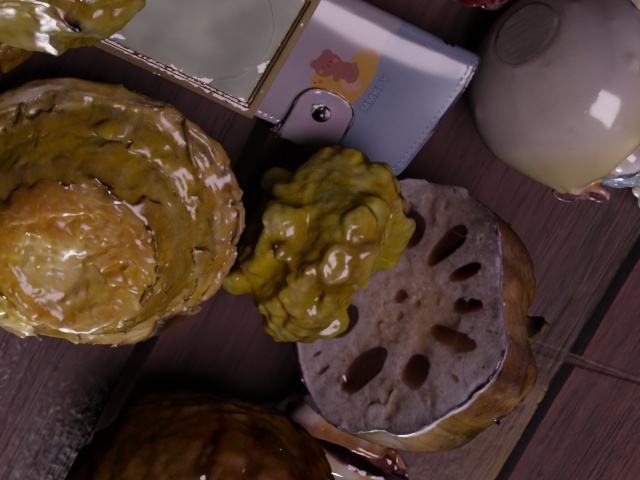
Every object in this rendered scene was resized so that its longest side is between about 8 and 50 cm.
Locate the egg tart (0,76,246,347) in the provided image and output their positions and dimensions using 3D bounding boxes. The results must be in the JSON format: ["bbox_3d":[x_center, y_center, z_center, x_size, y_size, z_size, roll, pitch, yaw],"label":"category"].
[{"bbox_3d":[-0.215,-0.008,1.723,0.295,0.116,0.295,1,122,2],"label":"egg tart"}]

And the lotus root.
[{"bbox_3d":[0.120,0.085,1.915,0.192,0.272,0.272,24,105,-48],"label":"lotus root"}]

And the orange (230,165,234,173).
[{"bbox_3d":[-0.128,-0.055,1.806,0.095,0.085,0.085,-15,122,-3],"label":"orange"}]

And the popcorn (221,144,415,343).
[{"bbox_3d":[-0.005,-0.002,1.804,0.155,0.197,0.197,42,95,-3],"label":"popcorn"}]

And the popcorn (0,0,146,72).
[{"bbox_3d":[-0.248,-0.242,1.580,0.233,0.192,0.266,2,140,-29],"label":"popcorn"}]

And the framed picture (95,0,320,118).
[{"bbox_3d":[-0.118,-0.208,1.737,0.201,0.010,0.136,24,112,-19],"label":"framed picture"}]

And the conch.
[{"bbox_3d":[0.009,0.212,1.980,0.094,0.176,0.104,-26,145,-45],"label":"conch"}]

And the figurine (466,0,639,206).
[{"bbox_3d":[0.326,-0.139,1.938,0.394,0.226,0.274,33,71,-41],"label":"figurine"}]

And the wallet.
[{"bbox_3d":[0.018,-0.161,1.827,0.231,0.069,0.170,24,114,-22],"label":"wallet"}]

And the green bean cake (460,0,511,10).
[{"bbox_3d":[0.145,-0.294,1.821,0.135,0.056,0.135,13,110,-32],"label":"green bean cake"}]

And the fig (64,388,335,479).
[{"bbox_3d":[-0.108,0.337,1.843,0.286,0.368,0.286,-7,138,-6],"label":"fig"}]
